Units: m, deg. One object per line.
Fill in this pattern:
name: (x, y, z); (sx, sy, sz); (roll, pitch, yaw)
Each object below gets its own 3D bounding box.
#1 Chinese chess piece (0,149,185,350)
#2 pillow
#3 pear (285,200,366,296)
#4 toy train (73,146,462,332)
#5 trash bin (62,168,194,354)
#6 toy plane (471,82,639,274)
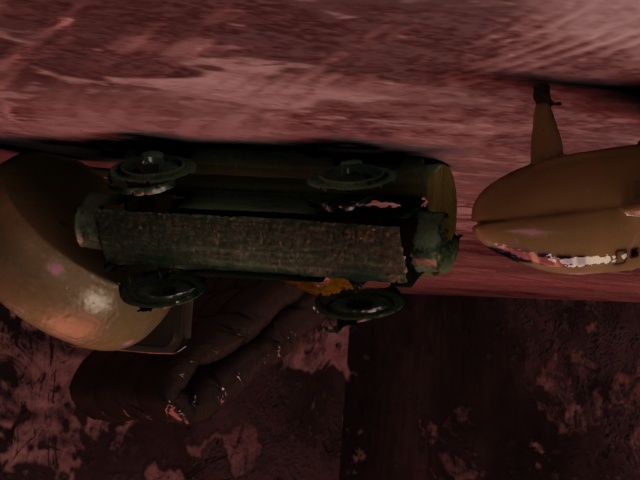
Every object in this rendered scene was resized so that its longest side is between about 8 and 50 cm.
Chinese chess piece: (-0.206, 0.010, 1.499); (0.188, 0.083, 0.188); (33, -159, -14)
pillow: (-0.103, 0.089, 1.971); (0.326, 0.101, 0.228); (-43, -162, -29)
pear: (0.000, 0.000, 1.637); (0.107, 0.107, 0.131); (3, -176, 16)
toy train: (-0.032, -0.026, 1.398); (0.308, 0.126, 0.189); (2, -152, 19)
trash bin: (-0.182, 0.020, 1.754); (0.122, 0.164, 0.240); (5, 179, -5)
toy plane: (0.207, -0.027, 0.993); (0.256, 0.104, 0.242); (5, 179, -12)
